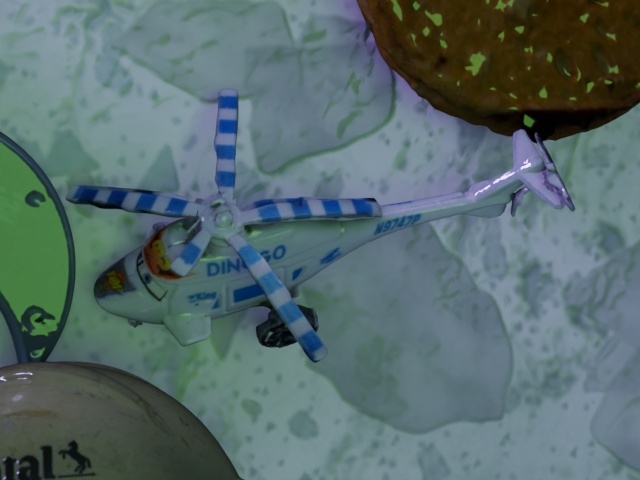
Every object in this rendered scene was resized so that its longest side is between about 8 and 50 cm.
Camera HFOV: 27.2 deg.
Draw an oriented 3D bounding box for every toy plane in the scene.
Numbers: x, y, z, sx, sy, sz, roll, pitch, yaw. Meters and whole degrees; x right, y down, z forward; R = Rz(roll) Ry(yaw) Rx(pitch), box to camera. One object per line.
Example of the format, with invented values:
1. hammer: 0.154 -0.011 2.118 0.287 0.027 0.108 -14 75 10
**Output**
1. toy plane: -0.002 -0.009 0.805 0.273 0.107 0.182 -28 64 -21

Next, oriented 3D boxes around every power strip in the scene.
1. power strip: -0.236 -0.012 0.750 0.216 0.044 0.137 25 87 -19

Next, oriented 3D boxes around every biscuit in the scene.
1. biscuit: 0.143 -0.209 0.844 0.295 0.075 0.296 -4 100 -21

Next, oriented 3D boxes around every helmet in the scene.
1. helmet: -0.164 0.139 0.722 0.257 0.204 0.137 -21 83 0
